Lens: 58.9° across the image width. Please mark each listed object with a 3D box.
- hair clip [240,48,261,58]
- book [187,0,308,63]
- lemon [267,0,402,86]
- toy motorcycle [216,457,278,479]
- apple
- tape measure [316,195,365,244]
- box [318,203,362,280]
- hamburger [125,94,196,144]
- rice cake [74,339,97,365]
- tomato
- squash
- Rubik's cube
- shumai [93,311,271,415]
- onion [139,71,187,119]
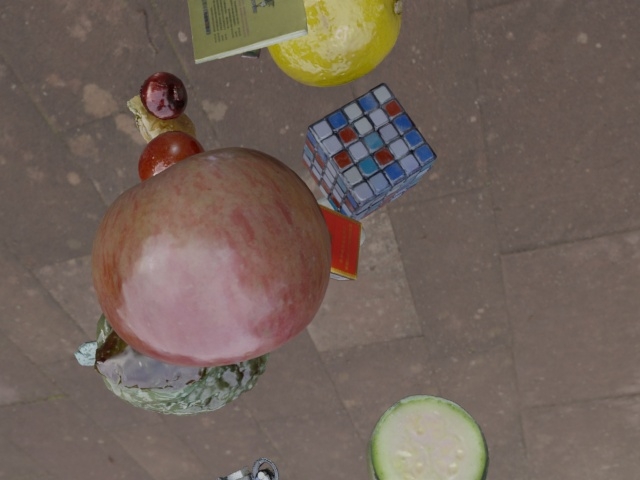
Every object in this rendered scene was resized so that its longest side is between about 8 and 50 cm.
[{"bbox_3d":[-0.204,-0.563,1.678,0.054,0.137,0.022,3,131,-5],"label":"hair clip"},{"bbox_3d":[-0.123,-0.384,0.928,0.192,0.168,0.013,-12,161,6],"label":"book"},{"bbox_3d":[0.024,-0.535,1.356,0.347,0.348,0.348,0,131,0],"label":"lemon"},{"bbox_3d":[-0.154,0.540,1.148,0.221,0.150,0.102,-32,165,23],"label":"toy motorcycle"},{"bbox_3d":[-0.142,0.010,0.774,0.344,0.345,0.270,-5,104,4],"label":"apple"},{"bbox_3d":[0.017,-0.024,2.110,0.258,0.265,0.130,-37,157,7],"label":"tape measure"},{"bbox_3d":[-0.001,0.000,1.353,0.074,0.153,0.239,0,166,41],"label":"box"},{"bbox_3d":[-0.461,-0.336,1.671,0.135,0.155,0.208,-27,138,3],"label":"hamburger"},{"bbox_3d":[-0.504,0.270,1.427,0.206,0.063,0.069,-12,165,-3],"label":"rice cake"},{"bbox_3d":[-0.326,-0.162,1.258,0.167,0.167,0.167,0,131,0],"label":"tomato"},{"bbox_3d":[0.236,0.534,1.372,0.262,0.263,0.384,-3,155,2],"label":"squash"},{"bbox_3d":[0.138,-0.253,1.753,0.286,0.293,0.292,-32,174,-12],"label":"Rubik's cube"},{"bbox_3d":[-0.312,0.201,1.159,0.397,0.324,0.323,3,169,5],"label":"shumai"},{"bbox_3d":[-0.422,-0.391,1.534,0.131,0.131,0.131,0,131,0],"label":"onion"}]
